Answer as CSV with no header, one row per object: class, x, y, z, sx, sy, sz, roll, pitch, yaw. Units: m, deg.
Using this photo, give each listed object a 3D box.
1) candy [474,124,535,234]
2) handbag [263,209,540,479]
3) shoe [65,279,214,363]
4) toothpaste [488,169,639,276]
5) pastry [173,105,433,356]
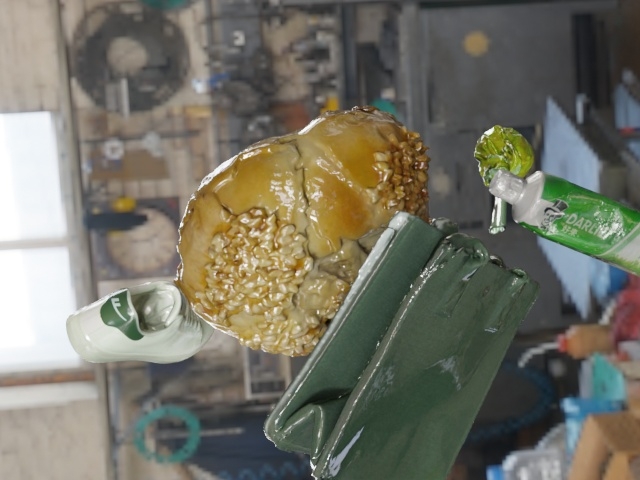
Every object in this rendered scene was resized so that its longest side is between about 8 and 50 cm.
candy,0.220,-0.069,1.614,0.077,0.073,0.262,52,-157,-16
handbag,0.091,0.112,1.237,0.260,0.079,0.247,-58,-33,6
shoe,-0.197,0.098,1.677,0.265,0.110,0.095,-7,-112,-56
toothpaste,0.262,-0.007,1.166,0.046,0.248,0.078,-87,23,-52
pastry,0.000,0.000,1.426,0.162,0.311,0.255,42,156,43
